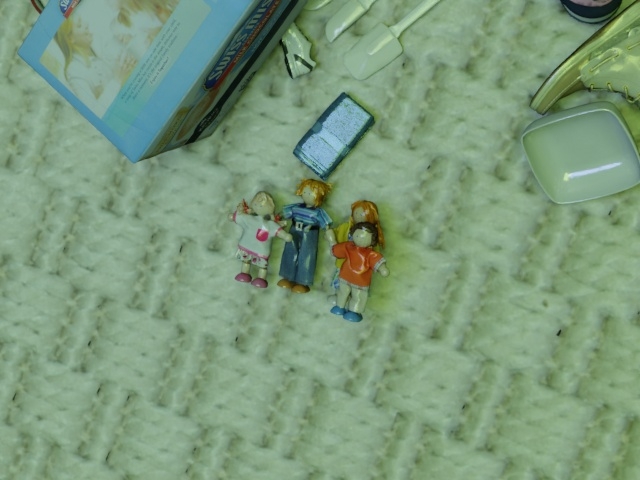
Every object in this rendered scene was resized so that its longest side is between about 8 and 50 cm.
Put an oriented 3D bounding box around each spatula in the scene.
[{"bbox_3d":[0.100,-0.363,1.515,0.242,0.019,0.168,-38,82,9],"label":"spatula"}]

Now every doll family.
[{"bbox_3d":[0.000,0.000,1.522,0.262,0.118,0.163,17,104,26],"label":"doll family"}]

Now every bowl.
[{"bbox_3d":[0.356,-0.124,1.439,0.142,0.053,0.142,-15,124,30],"label":"bowl"}]

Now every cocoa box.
[{"bbox_3d":[-0.186,-0.315,1.416,0.231,0.228,0.347,43,115,4],"label":"cocoa box"}]

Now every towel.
[{"bbox_3d":[0.019,-0.151,1.535,0.067,0.029,0.119,42,100,4],"label":"towel"}]

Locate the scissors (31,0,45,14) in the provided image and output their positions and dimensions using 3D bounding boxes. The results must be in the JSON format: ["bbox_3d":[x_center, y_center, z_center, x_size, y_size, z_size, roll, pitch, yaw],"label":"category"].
[{"bbox_3d":[-0.486,-0.425,1.606,0.297,0.021,0.109,24,100,8],"label":"scissors"}]

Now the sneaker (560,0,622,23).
[{"bbox_3d":[0.301,-0.439,1.414,0.112,0.131,0.319,-38,83,10],"label":"sneaker"}]

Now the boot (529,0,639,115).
[{"bbox_3d":[0.409,-0.204,1.445,0.213,0.077,0.165,-41,90,10],"label":"boot"}]

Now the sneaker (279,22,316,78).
[{"bbox_3d":[-0.038,-0.290,1.534,0.043,0.040,0.109,-17,95,-6],"label":"sneaker"}]
